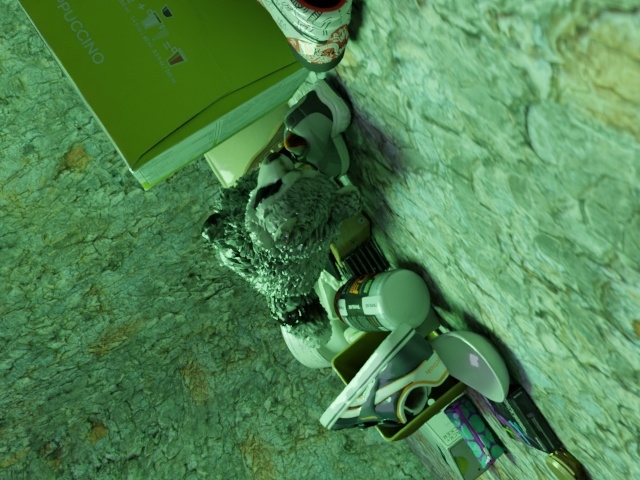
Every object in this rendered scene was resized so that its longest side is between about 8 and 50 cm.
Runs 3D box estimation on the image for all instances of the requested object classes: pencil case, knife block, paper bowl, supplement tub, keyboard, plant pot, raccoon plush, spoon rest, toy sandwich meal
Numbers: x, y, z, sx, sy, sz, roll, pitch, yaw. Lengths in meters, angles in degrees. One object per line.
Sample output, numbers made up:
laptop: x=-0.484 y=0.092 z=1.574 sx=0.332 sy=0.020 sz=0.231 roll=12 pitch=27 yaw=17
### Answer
pencil case: x=0.335 y=0.415 z=1.350 sx=0.151 sy=0.064 sz=0.070 roll=54 pitch=-174 yaw=12
knife block: x=0.037 y=-0.015 z=1.347 sx=0.275 sy=0.088 sz=0.242 roll=50 pitch=170 yaw=20
paper bowl: x=0.026 y=0.211 z=1.743 sx=0.148 sy=0.284 sz=0.284 roll=-15 pitch=115 yaw=34
supplement tub: x=0.111 y=0.118 z=1.192 sx=0.117 sy=0.117 sz=0.190 roll=58 pitch=151 yaw=-10
keyboard: x=-0.009 y=0.009 z=1.322 sx=0.108 sy=0.023 sz=0.180 roll=37 pitch=161 yaw=43
plant pot: x=0.189 y=0.293 z=1.319 sx=0.212 sy=0.212 sz=0.187 roll=51 pitch=-178 yaw=34
raccoon plush: x=-0.002 y=0.036 z=1.089 sx=0.299 sy=0.216 sz=0.446 roll=17 pitch=152 yaw=53
spoon rest: x=0.232 y=0.194 z=1.080 sx=0.137 sy=0.084 sz=0.276 roll=60 pitch=171 yaw=-18
toy sandwich meal: x=0.397 y=0.370 z=0.997 sx=0.085 sy=0.029 sz=0.085 roll=48 pitch=171 yaw=10
plant pot: x=-0.154 y=-0.202 z=1.402 sx=0.284 sy=0.191 sz=0.284 roll=54 pitch=170 yaw=15

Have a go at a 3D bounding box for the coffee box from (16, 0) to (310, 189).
coffee box: x=-0.254 y=-0.324 z=1.043 sx=0.337 sy=0.338 sz=0.334 roll=57 pitch=171 yaw=-7

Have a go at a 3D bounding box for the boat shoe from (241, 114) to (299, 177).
boat shoe: x=-0.090 y=-0.157 z=1.246 sx=0.073 sy=0.207 sz=0.073 roll=10 pitch=-145 yaw=-42

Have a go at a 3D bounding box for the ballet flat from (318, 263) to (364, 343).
ballet flat: x=0.094 y=0.186 z=1.620 sx=0.408 sy=0.147 sz=0.147 roll=59 pitch=171 yaw=-17

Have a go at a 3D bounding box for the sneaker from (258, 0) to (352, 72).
sneaker: x=-0.056 y=-0.342 z=0.750 sx=0.270 sy=0.090 sz=0.145 roll=52 pitch=169 yaw=6

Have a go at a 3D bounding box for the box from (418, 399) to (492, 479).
box: x=0.308 y=0.477 z=1.627 sx=0.290 sy=0.087 sz=0.169 roll=43 pitch=163 yaw=56

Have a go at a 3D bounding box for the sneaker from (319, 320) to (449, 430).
sneaker: x=0.109 y=0.285 z=1.122 sx=0.127 sy=0.126 sz=0.321 roll=41 pitch=135 yaw=10

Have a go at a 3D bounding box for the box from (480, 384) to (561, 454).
box: x=0.336 y=0.300 z=1.067 sx=0.116 sy=0.029 sz=0.162 roll=56 pitch=169 yaw=4

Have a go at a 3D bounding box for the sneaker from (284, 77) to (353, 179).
sneaker: x=-0.013 y=-0.168 z=1.052 sx=0.100 sy=0.108 sz=0.271 roll=52 pitch=171 yaw=17
